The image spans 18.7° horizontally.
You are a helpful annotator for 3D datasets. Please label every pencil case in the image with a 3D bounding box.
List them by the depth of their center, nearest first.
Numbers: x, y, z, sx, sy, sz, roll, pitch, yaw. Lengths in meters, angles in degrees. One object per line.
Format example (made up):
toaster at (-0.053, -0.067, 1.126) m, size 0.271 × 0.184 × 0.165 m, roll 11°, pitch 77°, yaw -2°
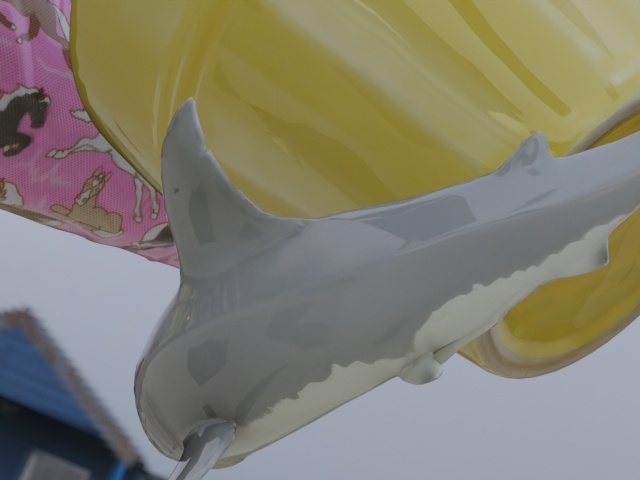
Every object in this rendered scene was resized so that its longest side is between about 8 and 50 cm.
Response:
pencil case at (-0.150, -0.097, 1.118) m, size 0.386 × 0.167 × 0.160 m, roll 25°, pitch 15°, yaw -43°

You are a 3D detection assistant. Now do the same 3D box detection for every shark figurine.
shark figurine at (0.011, -0.007, 0.602) m, size 0.278 × 0.116 × 0.166 m, roll -30°, pitch -1°, yaw 28°

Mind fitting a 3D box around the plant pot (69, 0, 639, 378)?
plant pot at (0.054, -0.073, 0.886) m, size 0.239 × 0.254 × 0.254 m, roll 43°, pitch -1°, yaw 33°
